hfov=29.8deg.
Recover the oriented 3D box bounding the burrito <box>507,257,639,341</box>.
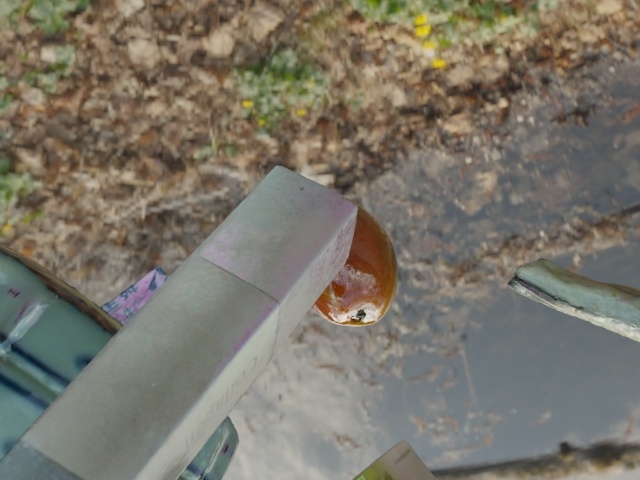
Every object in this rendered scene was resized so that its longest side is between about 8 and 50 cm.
[{"bbox_3d":[0.399,0.092,1.582,0.309,0.096,0.066,18,94,14],"label":"burrito"}]

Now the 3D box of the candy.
[{"bbox_3d":[-0.227,0.115,1.400,0.160,0.092,0.073,-37,169,-15],"label":"candy"}]

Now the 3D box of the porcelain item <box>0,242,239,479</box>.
[{"bbox_3d":[-0.222,0.110,0.904,0.281,0.286,0.157,40,76,-29],"label":"porcelain item"}]

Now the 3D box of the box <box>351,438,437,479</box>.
[{"bbox_3d":[0.123,0.391,1.714,0.062,0.260,0.175,-40,81,13],"label":"box"}]

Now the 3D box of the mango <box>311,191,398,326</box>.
[{"bbox_3d":[-0.004,0.002,1.532,0.146,0.289,0.129,-20,128,-28],"label":"mango"}]

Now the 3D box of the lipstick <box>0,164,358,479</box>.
[{"bbox_3d":[-0.086,0.079,0.700,0.068,0.317,0.066,27,141,15],"label":"lipstick"}]
